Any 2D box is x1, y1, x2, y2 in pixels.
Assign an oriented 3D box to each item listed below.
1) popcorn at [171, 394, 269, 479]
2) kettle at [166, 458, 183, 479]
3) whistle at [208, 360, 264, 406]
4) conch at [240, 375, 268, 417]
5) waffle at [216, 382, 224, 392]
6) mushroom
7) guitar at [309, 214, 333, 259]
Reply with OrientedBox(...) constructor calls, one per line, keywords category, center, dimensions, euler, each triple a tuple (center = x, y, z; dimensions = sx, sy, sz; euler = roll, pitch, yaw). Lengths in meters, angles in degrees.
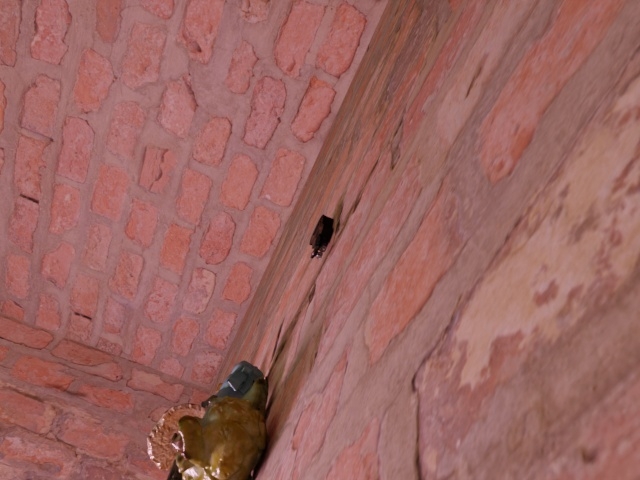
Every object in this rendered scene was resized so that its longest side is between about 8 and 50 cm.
OrientedBox(category="popcorn", center=(-0.195, 0.376, 1.115), dimensions=(0.198, 0.212, 0.198), euler=(-23, 56, 39))
OrientedBox(category="kettle", center=(-0.250, 0.518, 1.239), dimensions=(0.098, 0.148, 0.127), euler=(-89, 21, -77))
OrientedBox(category="whistle", center=(-0.202, 0.370, 1.397), dimensions=(0.186, 0.093, 0.274), euler=(-58, -4, 24))
OrientedBox(category="conch", center=(-0.149, 0.365, 1.277), dimensions=(0.105, 0.079, 0.170), euler=(-27, 36, 59))
OrientedBox(category="waffle", center=(-0.186, 0.425, 1.620), dimensions=(0.191, 0.125, 0.032), euler=(-7, 51, 43))
OrientedBox(category="mushroom", center=(-0.362, 0.638, 1.782), dimensions=(0.208, 0.301, 0.233), euler=(8, -73, -52))
OrientedBox(category="guitar", center=(0.002, 0.001, 1.376), dimensions=(0.271, 0.038, 0.084), euler=(-88, 21, -78))
